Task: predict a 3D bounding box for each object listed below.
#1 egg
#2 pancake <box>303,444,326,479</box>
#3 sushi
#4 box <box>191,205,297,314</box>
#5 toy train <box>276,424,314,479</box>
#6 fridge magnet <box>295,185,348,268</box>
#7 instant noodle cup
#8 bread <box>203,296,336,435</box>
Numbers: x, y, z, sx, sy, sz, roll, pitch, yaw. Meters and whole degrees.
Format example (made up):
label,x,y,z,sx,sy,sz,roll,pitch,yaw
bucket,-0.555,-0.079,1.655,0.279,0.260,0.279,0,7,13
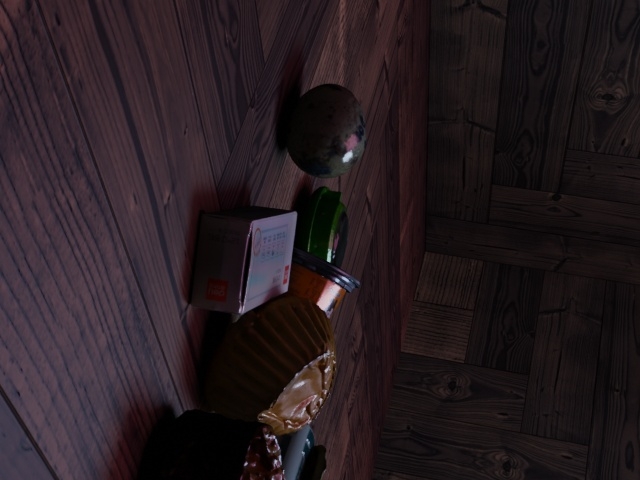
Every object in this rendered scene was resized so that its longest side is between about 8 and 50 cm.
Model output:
label,x,y,z,sx,sy,sz,roll,pitch,yaw
egg,0.012,-0.189,1.820,0.141,0.141,0.182,84,10,-53
pancake,-0.048,0.489,2.065,0.212,0.029,0.235,-61,-168,-23
sushi,-0.131,0.398,1.423,0.234,0.207,0.349,-10,106,-71
box,-0.106,0.020,1.551,0.269,0.079,0.135,-23,120,-77
toy train,-0.103,0.505,1.933,0.407,0.088,0.086,-68,162,-46
fridge magnet,0.000,0.000,2.039,0.208,0.088,0.208,9,90,-79
instant noodle cup,-0.040,0.088,1.755,0.177,0.208,0.125,10,-106,61
bread,-0.063,0.195,1.608,0.240,0.139,0.240,-38,150,-26
